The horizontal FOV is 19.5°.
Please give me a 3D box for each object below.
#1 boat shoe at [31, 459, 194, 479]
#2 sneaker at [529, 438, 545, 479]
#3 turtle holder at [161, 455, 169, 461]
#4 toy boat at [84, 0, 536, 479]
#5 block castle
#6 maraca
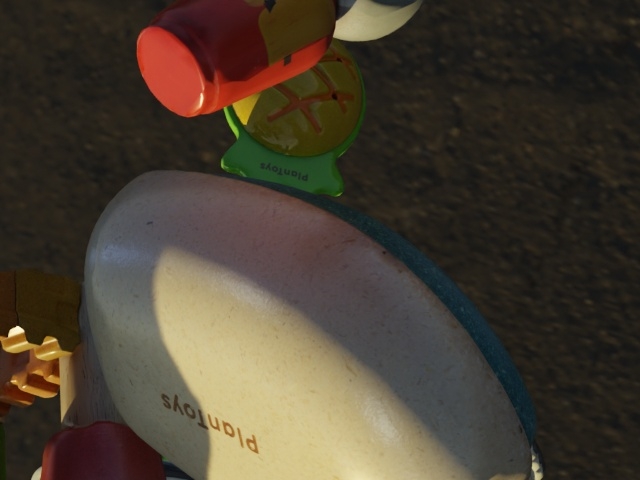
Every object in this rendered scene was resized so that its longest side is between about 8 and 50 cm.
[{"bbox_3d":[-0.119,0.224,1.530,0.254,0.079,0.095,4,106,31],"label":"boat shoe"},{"bbox_3d":[0.056,0.104,1.289,0.110,0.275,0.107,-38,26,-3],"label":"sneaker"},{"bbox_3d":[-0.047,0.252,1.728,0.320,0.227,0.243,-19,94,53],"label":"turtle holder"},{"bbox_3d":[0.000,0.000,0.877,0.267,0.148,0.318,26,136,36],"label":"toy boat"},{"bbox_3d":[-0.348,0.164,1.237,0.453,0.303,0.213,-22,63,39],"label":"block castle"},{"bbox_3d":[-0.024,-0.109,1.591,0.099,0.127,0.186,113,166,-58],"label":"maraca"}]
